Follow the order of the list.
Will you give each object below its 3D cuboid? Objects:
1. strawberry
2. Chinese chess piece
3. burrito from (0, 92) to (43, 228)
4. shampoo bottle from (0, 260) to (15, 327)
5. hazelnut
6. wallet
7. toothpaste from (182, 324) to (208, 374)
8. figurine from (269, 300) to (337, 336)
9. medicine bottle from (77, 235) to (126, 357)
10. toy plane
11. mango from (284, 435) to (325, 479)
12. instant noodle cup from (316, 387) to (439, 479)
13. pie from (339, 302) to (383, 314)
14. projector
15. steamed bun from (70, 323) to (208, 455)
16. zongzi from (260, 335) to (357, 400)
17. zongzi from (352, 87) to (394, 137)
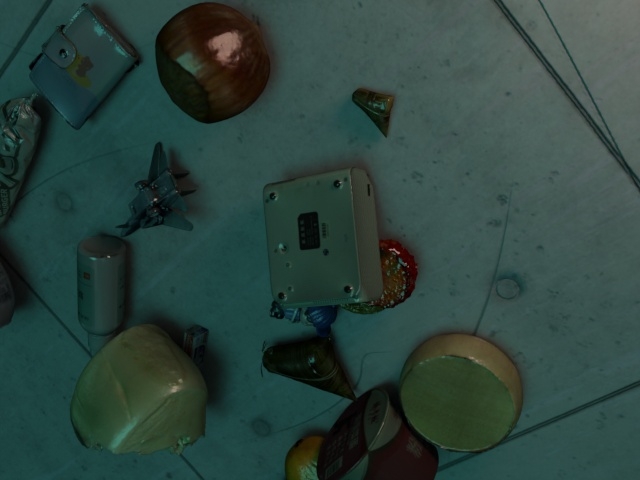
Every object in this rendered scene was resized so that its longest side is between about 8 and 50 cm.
[{"bbox_3d":[0.124,0.065,1.258,0.145,0.086,0.145,8,112,21],"label":"strawberry"},{"bbox_3d":[0.284,0.313,1.300,0.250,0.103,0.249,8,115,19],"label":"Chinese chess piece"},{"bbox_3d":[-0.744,-0.192,1.482,0.139,0.101,0.445,44,123,5],"label":"burrito"},{"bbox_3d":[-0.932,0.127,1.600,0.273,0.273,0.266,-13,99,26],"label":"shampoo bottle"},{"bbox_3d":[-0.197,-0.328,1.167,0.214,0.176,0.214,-9,124,-14],"label":"hazelnut"},{"bbox_3d":[-0.496,-0.364,1.327,0.231,0.069,0.170,-38,100,25],"label":"wallet"},{"bbox_3d":[-0.316,0.299,1.568,0.040,0.047,0.196,28,122,26],"label":"toothpaste"},{"bbox_3d":[-0.033,0.156,1.378,0.149,0.086,0.087,7,75,31],"label":"figurine"},{"bbox_3d":[-0.534,0.163,1.552,0.110,0.110,0.351,18,118,14],"label":"medicine bottle"},{"bbox_3d":[-0.389,-0.069,1.402,0.267,0.088,0.212,-32,76,32],"label":"toy plane"},{"bbox_3d":[0.042,0.588,1.509,0.295,0.120,0.177,43,109,1],"label":"mango"},{"bbox_3d":[0.129,0.464,1.371,0.178,0.234,0.235,39,122,-10],"label":"instant noodle cup"},{"bbox_3d":[0.067,0.104,1.332,0.170,0.034,0.092,34,111,3],"label":"pie"},{"bbox_3d":[0.000,0.000,1.214,0.198,0.108,0.250,-7,86,29],"label":"projector"},{"bbox_3d":[-0.432,0.368,1.479,0.290,0.272,0.273,30,122,29],"label":"steamed bun"},{"bbox_3d":[-0.031,0.306,1.442,0.187,0.084,0.184,-14,117,33],"label":"zongzi"},{"bbox_3d":[0.093,-0.235,1.172,0.076,0.040,0.083,21,137,19],"label":"zongzi"}]
